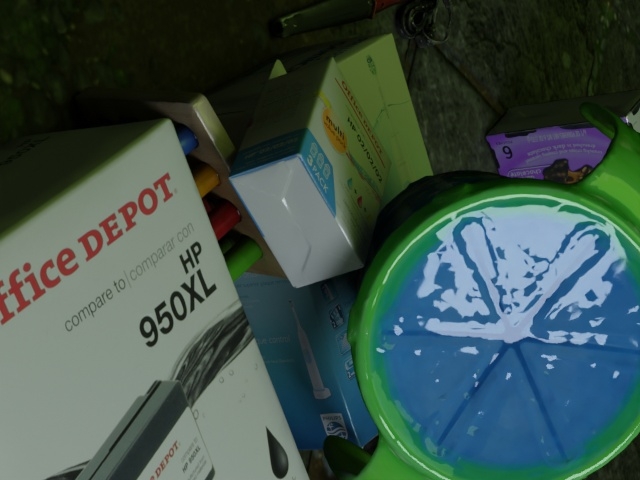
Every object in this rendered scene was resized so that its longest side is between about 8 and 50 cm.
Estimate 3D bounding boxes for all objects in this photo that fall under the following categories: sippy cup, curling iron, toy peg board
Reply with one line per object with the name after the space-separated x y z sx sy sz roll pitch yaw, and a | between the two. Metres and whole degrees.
0.125 0.047 1.458 0.224 0.306 0.240 -117 -172 -74 | sippy cup
0.046 -0.208 1.789 0.274 0.035 0.068 -14 96 -54 | curling iron
-0.121 -0.025 1.437 0.079 0.161 0.160 -44 119 -27 | toy peg board

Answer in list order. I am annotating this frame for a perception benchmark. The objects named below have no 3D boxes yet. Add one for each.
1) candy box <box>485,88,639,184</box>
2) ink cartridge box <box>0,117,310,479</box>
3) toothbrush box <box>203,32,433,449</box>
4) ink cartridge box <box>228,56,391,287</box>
0.284 -0.047 1.983 0.070 0.165 0.196 -47 122 -46 | candy box
-0.170 0.151 1.322 0.285 0.166 0.394 -42 118 -49 | ink cartridge box
0.000 0.000 1.615 0.216 0.126 0.295 -36 114 -49 | toothbrush box
-0.002 -0.062 1.427 0.104 0.062 0.181 60 24 -26 | ink cartridge box
